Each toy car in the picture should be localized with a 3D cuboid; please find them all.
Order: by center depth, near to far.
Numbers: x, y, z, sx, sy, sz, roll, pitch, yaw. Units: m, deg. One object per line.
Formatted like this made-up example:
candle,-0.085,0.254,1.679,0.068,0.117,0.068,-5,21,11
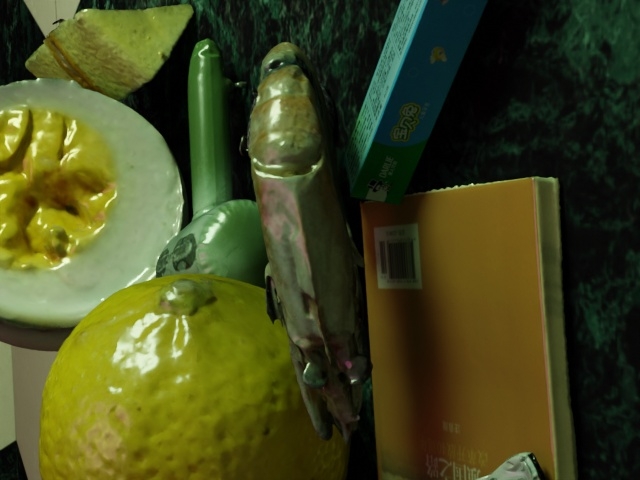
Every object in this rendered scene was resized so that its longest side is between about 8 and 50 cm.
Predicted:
toy car,0.137,0.189,0.723,0.093,0.025,0.041,-55,45,49

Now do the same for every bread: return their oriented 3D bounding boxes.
bread,-0.300,-0.258,1.370,0.266,0.178,0.141,-15,74,58

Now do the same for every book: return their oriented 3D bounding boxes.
book,0.115,0.143,0.814,0.262,0.028,0.374,-4,90,62

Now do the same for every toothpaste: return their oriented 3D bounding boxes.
toothpaste,0.082,-0.154,0.787,0.065,0.050,0.266,-103,27,-50

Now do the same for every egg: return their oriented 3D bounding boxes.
egg,-0.370,-0.008,1.384,0.340,0.355,0.354,129,131,-71

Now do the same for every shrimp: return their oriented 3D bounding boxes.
shrimp,0.000,0.000,0.870,0.247,0.085,0.360,39,-139,-75

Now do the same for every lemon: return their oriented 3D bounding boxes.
lemon,-0.122,0.198,0.973,0.336,0.336,0.336,14,106,61

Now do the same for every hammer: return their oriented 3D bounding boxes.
hammer,-0.124,-0.079,1.161,0.206,0.119,0.335,-24,66,60

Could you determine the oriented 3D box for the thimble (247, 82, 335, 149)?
thimble,-0.032,-0.116,1.016,0.095,0.066,0.104,31,118,55
